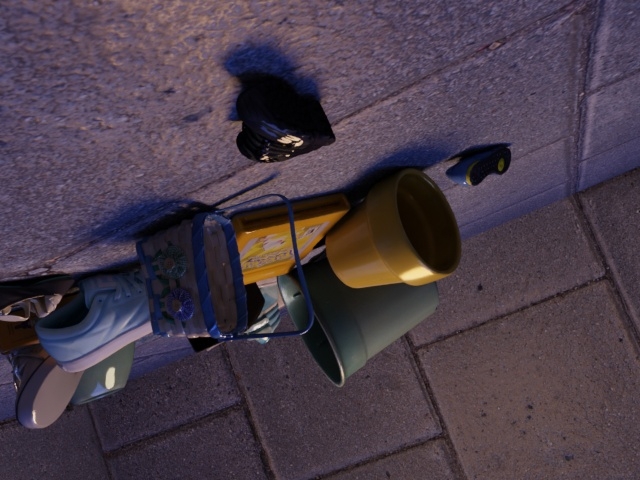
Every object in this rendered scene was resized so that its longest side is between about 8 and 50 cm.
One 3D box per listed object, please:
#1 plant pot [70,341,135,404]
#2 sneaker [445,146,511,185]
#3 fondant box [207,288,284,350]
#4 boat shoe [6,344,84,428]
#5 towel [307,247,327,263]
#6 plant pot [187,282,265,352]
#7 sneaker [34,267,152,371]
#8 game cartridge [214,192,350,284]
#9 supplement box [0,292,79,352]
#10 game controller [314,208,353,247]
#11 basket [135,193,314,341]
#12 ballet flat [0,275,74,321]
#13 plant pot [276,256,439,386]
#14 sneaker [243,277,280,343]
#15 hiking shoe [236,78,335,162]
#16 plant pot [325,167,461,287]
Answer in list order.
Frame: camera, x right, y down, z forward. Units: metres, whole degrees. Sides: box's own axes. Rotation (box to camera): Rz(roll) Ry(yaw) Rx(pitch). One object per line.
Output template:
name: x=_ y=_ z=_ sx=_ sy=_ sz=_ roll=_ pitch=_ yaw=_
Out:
plant pot: x=-0.630 y=0.332 z=1.944 sx=0.290 sy=0.195 sz=0.290 roll=-20 pitch=171 yaw=-3
sneaker: x=0.378 y=-0.183 z=1.703 sx=0.082 sy=0.069 sz=0.209 roll=14 pitch=-152 yaw=42
fondant box: x=-0.241 y=0.238 z=2.405 sx=0.330 sy=0.096 sz=0.238 roll=-29 pitch=175 yaw=-26
boat shoe: x=-0.622 y=0.274 z=1.577 sx=0.157 sy=0.135 sz=0.367 roll=3 pitch=-153 yaw=2
towel: x=0.167 y=0.001 z=2.082 sx=0.317 sy=0.053 sz=0.332 roll=-1 pitch=151 yaw=-48
plant pot: x=-0.253 y=0.152 z=1.845 sx=0.187 sy=0.188 sz=0.167 roll=-27 pitch=180 yaw=30
sneaker: x=-0.407 y=0.118 z=1.456 sx=0.366 sy=0.135 sz=0.150 roll=-38 pitch=134 yaw=-12
game cartridge: x=-0.120 y=0.017 z=1.587 sx=0.285 sy=0.052 sz=0.323 roll=-14 pitch=158 yaw=-36
supplement box: x=-0.574 y=0.172 z=1.535 sx=0.233 sy=0.078 sz=0.080 roll=-16 pitch=173 yaw=-25
game controller: x=0.000 y=0.000 z=1.847 sx=0.319 sy=0.067 sz=0.166 roll=-24 pitch=170 yaw=19
basket: x=-0.169 y=0.066 z=1.292 sx=0.289 sy=0.254 sz=0.201 roll=-13 pitch=178 yaw=7
ballet flat: x=-0.533 y=0.111 z=1.302 sx=0.074 sy=0.074 sz=0.203 roll=-27 pitch=169 yaw=31
plant pot: x=0.109 y=0.154 z=1.894 sx=0.334 sy=0.341 sz=0.341 roll=-28 pitch=172 yaw=-14
sneaker: x=-0.240 y=0.216 z=2.054 sx=0.319 sy=0.208 sz=0.127 roll=-14 pitch=-174 yaw=-35
hiking shoe: x=-0.061 y=-0.134 z=0.909 sx=0.114 sy=0.086 sz=0.227 roll=-28 pitch=170 yaw=18
plant pot: x=0.150 y=-0.005 z=1.612 sx=0.239 sy=0.254 sz=0.254 roll=-23 pitch=171 yaw=36
